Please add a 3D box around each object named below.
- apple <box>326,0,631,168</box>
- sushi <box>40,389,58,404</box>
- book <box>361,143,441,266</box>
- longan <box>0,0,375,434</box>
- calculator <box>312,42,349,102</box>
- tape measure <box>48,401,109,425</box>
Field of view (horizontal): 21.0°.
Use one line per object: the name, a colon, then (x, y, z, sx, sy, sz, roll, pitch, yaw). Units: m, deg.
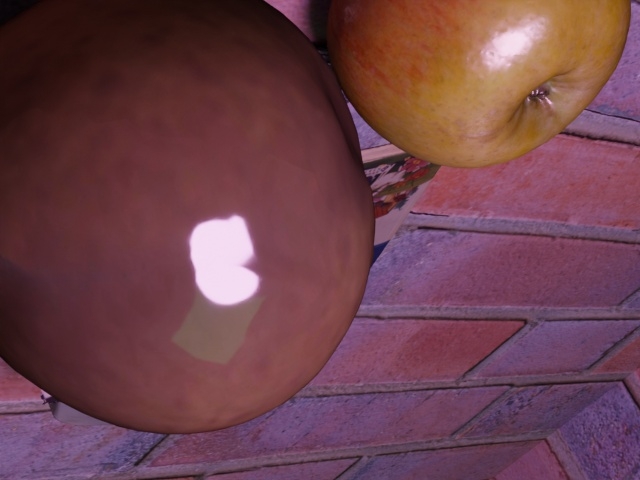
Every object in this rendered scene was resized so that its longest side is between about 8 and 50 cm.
apple: (0.131, -0.176, 1.449, 0.261, 0.194, 0.261, -25, 154, -13)
sushi: (-0.119, 0.032, 1.537, 0.280, 0.192, 0.043, -6, 178, -23)
book: (0.000, 0.000, 1.887, 0.228, 0.018, 0.322, -14, 153, -31)
longan: (-0.119, -0.030, 1.264, 0.361, 0.361, 0.361, -24, 157, -11)
calculator: (-0.083, -0.119, 1.532, 0.274, 0.028, 0.166, -2, 145, -47)
tape measure: (-0.148, 0.068, 1.687, 0.259, 0.138, 0.262, -17, 153, -20)
